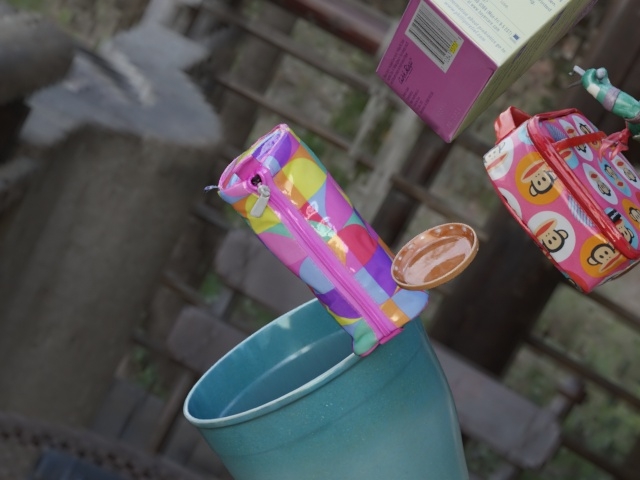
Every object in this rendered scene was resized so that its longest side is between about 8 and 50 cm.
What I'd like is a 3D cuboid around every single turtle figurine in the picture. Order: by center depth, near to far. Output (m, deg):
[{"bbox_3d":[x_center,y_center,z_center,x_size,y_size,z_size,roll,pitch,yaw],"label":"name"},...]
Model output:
[{"bbox_3d":[0.362,-0.137,1.737,0.175,0.118,0.234,-18,12,-25],"label":"turtle figurine"}]

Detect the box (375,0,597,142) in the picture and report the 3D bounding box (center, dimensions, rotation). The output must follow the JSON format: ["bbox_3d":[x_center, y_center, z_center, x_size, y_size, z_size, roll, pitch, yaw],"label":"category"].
[{"bbox_3d":[0.197,-0.252,1.818,0.117,0.243,0.213,45,-19,6],"label":"box"}]

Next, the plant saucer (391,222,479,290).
[{"bbox_3d":[0.102,0.016,1.535,0.013,0.083,0.083,58,-2,-29],"label":"plant saucer"}]

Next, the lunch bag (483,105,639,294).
[{"bbox_3d":[0.320,-0.068,2.222,0.258,0.120,0.293,52,21,8],"label":"lunch bag"}]

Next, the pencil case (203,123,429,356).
[{"bbox_3d":[0.000,0.000,1.646,0.236,0.104,0.104,47,8,-15],"label":"pencil case"}]

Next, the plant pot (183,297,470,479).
[{"bbox_3d":[0.035,0.217,1.851,0.255,0.272,0.271,60,7,-13],"label":"plant pot"}]
